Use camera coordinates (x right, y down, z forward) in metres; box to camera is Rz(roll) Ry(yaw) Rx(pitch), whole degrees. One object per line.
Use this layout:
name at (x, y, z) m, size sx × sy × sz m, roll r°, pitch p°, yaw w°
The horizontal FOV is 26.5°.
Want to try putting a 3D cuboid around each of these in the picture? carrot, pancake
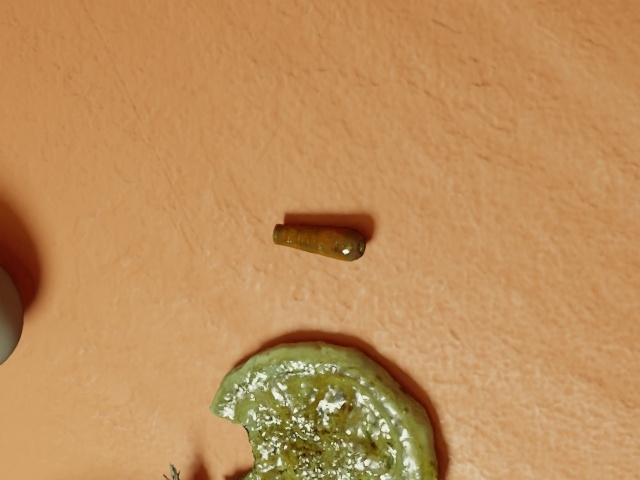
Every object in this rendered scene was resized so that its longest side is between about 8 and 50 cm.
carrot at (0.000, 0.000, 1.271) m, size 0.093 × 0.032 × 0.032 m, roll 8°, pitch 107°, yaw 27°
pancake at (-0.001, 0.214, 1.327) m, size 0.253 × 0.037 × 0.254 m, roll 7°, pitch 107°, yaw 23°

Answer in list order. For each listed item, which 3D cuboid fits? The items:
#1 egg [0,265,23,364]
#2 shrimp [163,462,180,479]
egg at (-0.397, 0.065, 1.397) m, size 0.198 × 0.146 × 0.146 m, roll 29°, pitch 114°, yaw 21°
shrimp at (-0.148, 0.293, 1.400) m, size 0.065 × 0.056 × 0.165 m, roll 11°, pitch 116°, yaw 33°
